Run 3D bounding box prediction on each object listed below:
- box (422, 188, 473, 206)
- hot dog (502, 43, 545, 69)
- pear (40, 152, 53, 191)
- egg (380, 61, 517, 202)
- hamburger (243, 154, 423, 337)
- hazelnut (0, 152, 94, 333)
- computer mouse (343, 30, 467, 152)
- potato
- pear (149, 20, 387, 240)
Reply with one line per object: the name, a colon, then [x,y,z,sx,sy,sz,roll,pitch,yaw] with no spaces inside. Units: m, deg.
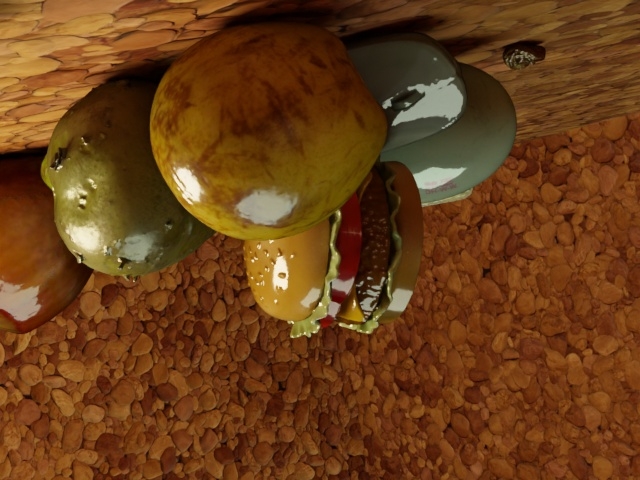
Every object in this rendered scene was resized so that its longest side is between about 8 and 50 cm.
box: [0.170,-0.173,2.233,0.290,0.220,0.166,-11,-168,19]
hot dog: [0.336,-0.304,1.763,0.058,0.035,0.083,-17,175,43]
pear: [-0.335,-0.111,1.689,0.220,0.187,0.187,-14,-179,-34]
egg: [0.124,-0.170,1.698,0.371,0.230,0.230,-6,180,17]
hamburger: [0.000,0.000,1.499,0.212,0.274,0.274,3,174,-20]
hazelnut: [-0.566,-0.004,1.991,0.366,0.366,0.366,-10,179,0]
computer mouse: [0.043,-0.189,1.514,0.331,0.095,0.197,-14,135,28]
potato: [-0.229,-0.106,1.498,0.219,0.269,0.359,2,-158,28]
pear: [-0.063,-0.134,1.285,0.281,0.280,0.281,-10,179,0]
